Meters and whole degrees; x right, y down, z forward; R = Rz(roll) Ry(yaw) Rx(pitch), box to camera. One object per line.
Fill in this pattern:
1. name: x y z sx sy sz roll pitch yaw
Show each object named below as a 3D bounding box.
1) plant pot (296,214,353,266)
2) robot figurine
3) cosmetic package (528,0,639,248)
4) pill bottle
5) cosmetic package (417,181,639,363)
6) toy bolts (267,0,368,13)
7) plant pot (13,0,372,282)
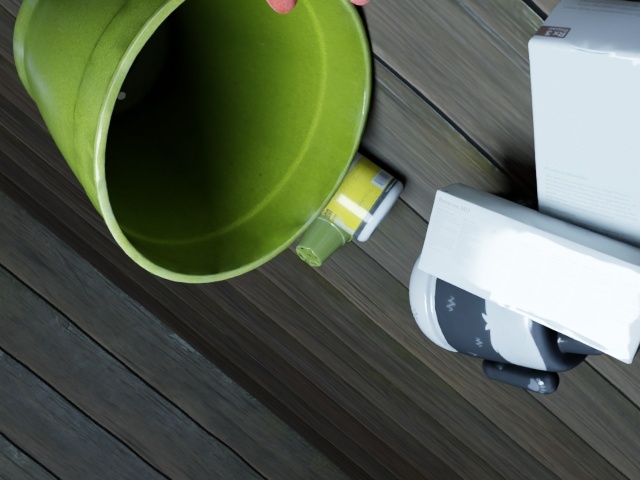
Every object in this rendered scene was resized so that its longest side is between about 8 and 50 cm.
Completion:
1. plant pot: 0.000 0.000 1.167 0.083 0.079 0.083 30 154 17
2. robot figurine: 0.245 0.069 0.872 0.174 0.209 0.278 30 162 -38
3. cosmetic package: 0.271 -0.106 0.651 0.117 0.085 0.231 21 148 33
4. pill bottle: 0.017 -0.089 0.975 0.184 0.103 0.103 36 154 5
5. cosmetic package: 0.227 0.025 0.717 0.239 0.060 0.099 26 120 30
6. toy bolts: 0.020 -0.324 0.569 0.218 0.158 0.228 -4 159 -4
7. plant pot: -0.188 -0.194 0.846 0.353 0.366 0.366 35 157 36
